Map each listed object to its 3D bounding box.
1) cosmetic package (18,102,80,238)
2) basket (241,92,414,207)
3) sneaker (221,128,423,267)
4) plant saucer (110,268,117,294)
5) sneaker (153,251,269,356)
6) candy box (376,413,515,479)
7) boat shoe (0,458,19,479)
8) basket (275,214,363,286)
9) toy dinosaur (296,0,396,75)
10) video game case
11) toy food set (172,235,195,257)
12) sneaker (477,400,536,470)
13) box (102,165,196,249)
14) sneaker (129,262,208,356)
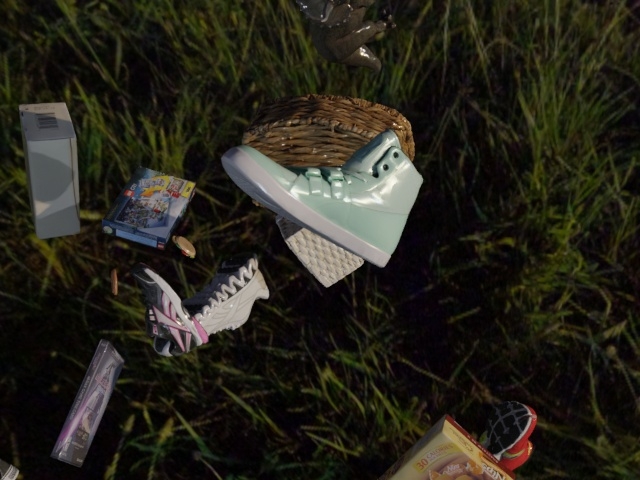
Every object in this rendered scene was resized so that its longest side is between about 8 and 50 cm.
[{"bbox_3d":[-0.675,-0.172,1.678,0.113,0.309,0.160,-10,49,-25],"label":"cosmetic package"},{"bbox_3d":[0.021,-0.194,1.290,0.299,0.213,0.223,7,40,16],"label":"basket"},{"bbox_3d":[0.012,-0.085,0.794,0.094,0.256,0.151,26,87,57],"label":"sneaker"},{"bbox_3d":[-0.658,0.132,2.132,0.013,0.083,0.083,-4,50,-22],"label":"plant saucer"},{"bbox_3d":[-0.211,0.147,1.367,0.110,0.118,0.292,1,34,46],"label":"sneaker"},{"bbox_3d":[0.214,0.525,1.348,0.183,0.087,0.316,42,110,7],"label":"candy box"},{"bbox_3d":[-0.705,0.518,1.340,0.219,0.070,0.078,-45,17,0],"label":"boat shoe"},{"bbox_3d":[0.000,0.000,1.384,0.113,0.167,0.103,-34,30,10],"label":"basket"},{"bbox_3d":[0.037,-0.350,1.042,0.160,0.313,0.121,-35,77,-7],"label":"toy dinosaur"},{"bbox_3d":[-0.543,0.388,1.584,0.026,0.196,0.274,17,66,3],"label":"video game case"},{"bbox_3d":[-0.429,0.020,2.116,0.020,0.083,0.082,-43,53,10],"label":"toy food set"},{"bbox_3d":[0.458,0.478,1.604,0.118,0.279,0.107,5,44,-13],"label":"sneaker"},{"bbox_3d":[-0.428,-0.086,1.691,0.159,0.044,0.233,16,42,0],"label":"box"},{"bbox_3d":[-0.262,0.121,1.105,0.077,0.178,0.072,-39,15,-15],"label":"sneaker"}]
